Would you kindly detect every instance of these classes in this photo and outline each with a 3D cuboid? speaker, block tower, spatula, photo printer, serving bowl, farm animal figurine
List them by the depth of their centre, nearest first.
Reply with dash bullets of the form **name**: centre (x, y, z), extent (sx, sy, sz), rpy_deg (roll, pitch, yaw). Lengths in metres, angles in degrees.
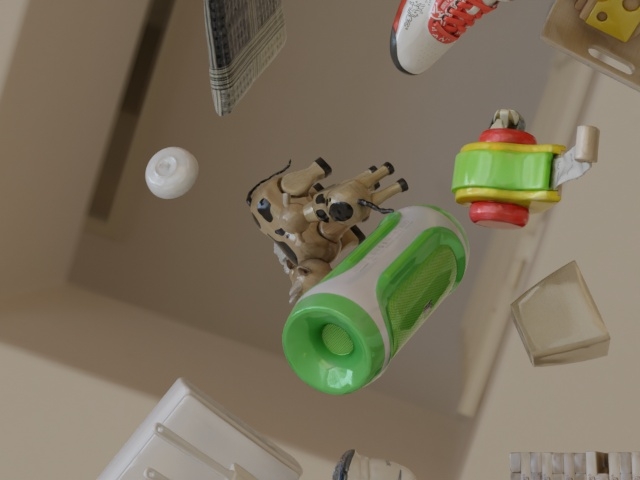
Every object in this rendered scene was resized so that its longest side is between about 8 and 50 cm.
- **speaker**: centre (0.071, 0.061, 1.578), extent (0.131, 0.131, 0.296), rpy_deg (20, -148, 19)
- **spatula**: centre (-0.162, 0.355, 1.840), extent (0.019, 0.168, 0.242), rpy_deg (-15, 137, 40)
- **block tower**: centre (0.422, 0.341, 1.914), extent (0.335, 0.091, 0.097), rpy_deg (-8, 165, 35)
- **serving bowl**: centre (-0.225, -0.105, 2.028), extent (0.083, 0.083, 0.027), rpy_deg (21, 166, 26)
- **farm animal figurine**: centre (0.000, 0.000, 2.029), extent (0.172, 0.330, 0.327), rpy_deg (-30, -133, -21)
- **photo printer**: centre (-0.216, 0.404, 2.126), extent (0.256, 0.307, 0.107), rpy_deg (40, 180, -17)

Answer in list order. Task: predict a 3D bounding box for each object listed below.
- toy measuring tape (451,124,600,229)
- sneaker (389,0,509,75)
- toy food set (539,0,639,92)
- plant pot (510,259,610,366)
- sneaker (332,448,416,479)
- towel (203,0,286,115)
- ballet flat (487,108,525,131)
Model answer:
- **toy measuring tape**: centre (0.213, -0.079, 1.509), extent (0.121, 0.121, 0.330), rpy_deg (18, 172, -2)
- **sneaker**: centre (0.202, -0.330, 1.817), extent (0.090, 0.270, 0.145), rpy_deg (28, -175, -36)
- **toy food set**: centre (0.465, -0.351, 1.858), extent (0.220, 0.306, 0.092), rpy_deg (26, -145, -4)
- **plant pot**: centre (0.298, 0.104, 1.721), extent (0.096, 0.109, 0.109), rpy_deg (-22, 161, 2)
- **sneaker**: centre (0.072, 0.458, 1.979), extent (0.129, 0.297, 0.111), rpy_deg (9, 174, -10)
- **towel**: centre (-0.142, -0.428, 2.443), extent (0.056, 0.312, 0.324), rpy_deg (6, -148, 17)
- **ballet flat**: centre (0.337, -0.205, 2.510), extent (0.070, 0.070, 0.188), rpy_deg (19, -139, 4)
